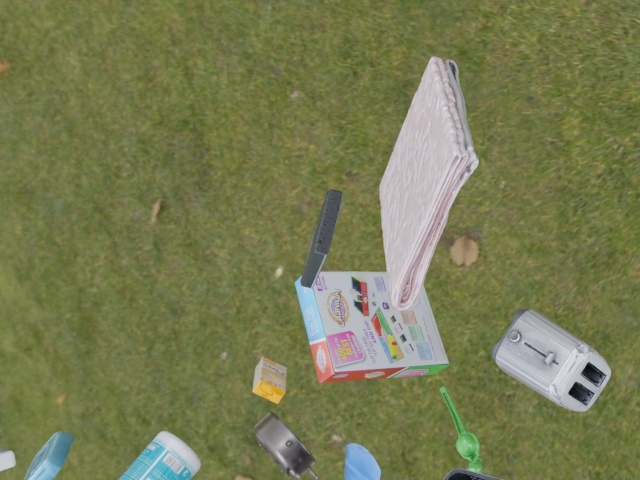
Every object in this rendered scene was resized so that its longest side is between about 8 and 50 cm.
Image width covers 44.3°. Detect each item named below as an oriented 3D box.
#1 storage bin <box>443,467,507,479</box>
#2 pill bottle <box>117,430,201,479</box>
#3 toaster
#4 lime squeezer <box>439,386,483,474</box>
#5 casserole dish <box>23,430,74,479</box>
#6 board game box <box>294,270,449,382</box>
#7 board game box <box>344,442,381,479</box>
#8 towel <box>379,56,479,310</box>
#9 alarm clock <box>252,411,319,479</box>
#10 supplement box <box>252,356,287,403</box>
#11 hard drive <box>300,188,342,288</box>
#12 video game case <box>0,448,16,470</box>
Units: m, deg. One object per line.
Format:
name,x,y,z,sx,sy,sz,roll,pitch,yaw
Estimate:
storage bin,0.237,0.398,1.070,0.084,0.122,0.180,48,152,-25
pill bottle,-0.444,0.637,2.039,0.146,0.264,0.146,31,150,20
toaster,0.424,0.224,1.427,0.146,0.227,0.129,35,90,42
lime squeezer,0.288,0.444,1.654,0.110,0.310,0.059,20,125,-2
casserole dish,-0.557,0.453,1.602,0.037,0.188,0.114,41,93,-13
board game box,0.117,0.186,1.758,0.064,0.316,0.242,-46,51,47
board game box,0.119,0.604,2.054,0.133,0.033,0.168,28,122,45
towel,0.171,-0.102,1.321,0.053,0.332,0.317,13,128,-9
alarm clock,-0.081,0.387,1.506,0.129,0.064,0.192,56,166,-25
supplement box,-0.107,0.295,1.667,0.062,0.098,0.036,27,109,-11
hard drive,0.000,0.000,1.073,0.022,0.135,0.094,15,67,-3
video game case,-0.480,0.280,0.923,0.173,0.190,0.022,-12,90,50
